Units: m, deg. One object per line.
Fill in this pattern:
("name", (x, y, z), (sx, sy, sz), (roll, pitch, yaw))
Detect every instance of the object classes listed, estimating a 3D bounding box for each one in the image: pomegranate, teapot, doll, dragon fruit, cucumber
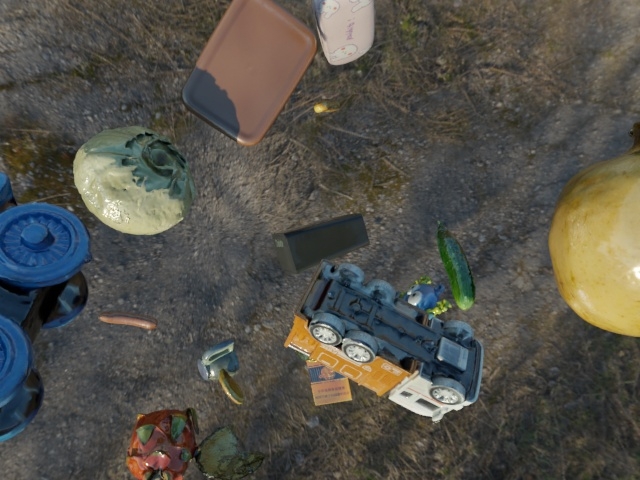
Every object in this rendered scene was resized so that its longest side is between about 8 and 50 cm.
("pomegranate", (0.476, 0.005, 0.661), (0.307, 0.307, 0.308), (0, 91, -14))
("teapot", (-0.299, 0.359, 1.359), (0.108, 0.149, 0.111), (-18, 82, -36))
("doll", (0.305, 0.240, 1.698), (0.341, 0.346, 0.099), (-30, 104, 19))
("dragon fruit", (-0.473, 0.628, 1.403), (0.224, 0.224, 0.227), (-20, 56, -13))
("cucumber", (0.202, 0.034, 0.691), (0.037, 0.037, 0.155), (2, 53, -14))

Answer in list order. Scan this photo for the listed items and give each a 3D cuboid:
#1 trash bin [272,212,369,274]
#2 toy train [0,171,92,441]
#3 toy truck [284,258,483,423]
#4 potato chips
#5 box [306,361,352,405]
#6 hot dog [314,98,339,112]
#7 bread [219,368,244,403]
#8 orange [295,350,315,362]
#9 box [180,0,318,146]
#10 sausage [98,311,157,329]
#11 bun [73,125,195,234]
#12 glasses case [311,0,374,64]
("trash bin", (0.000, 0.000, 1.288), (0.225, 0.165, 0.115), (-19, 95, -17))
("toy train", (-0.415, 0.073, 0.501), (0.264, 0.188, 0.300), (20, 54, -14))
("toy truck", (0.126, 0.220, 0.975), (0.387, 0.207, 0.173), (28, 48, 1))
("potato chips", (-0.289, 0.689, 1.496), (0.219, 0.202, 0.029), (12, 113, 18))
("box", (0.032, 0.514, 1.825), (0.152, 0.070, 0.237), (-11, 93, 6))
("hot dog", (0.020, -0.496, 1.706), (0.066, 0.215, 0.047), (-12, 102, 20))
("bread", (-0.248, 0.408, 1.295), (0.024, 0.110, 0.110), (-37, 99, -3))
("orange", (-0.026, 0.373, 1.703), (0.134, 0.156, 0.157), (13, 87, 11))
("box", (-0.180, -0.426, 1.176), (0.239, 0.229, 0.339), (31, 100, -17))
("sausage", (-0.609, 0.252, 1.475), (0.176, 0.047, 0.040), (15, 116, -21))
("bun", (-0.386, -0.140, 1.005), (0.152, 0.259, 0.259), (-27, 100, 32))
("glasses case", (0.049, -0.445, 0.937), (0.113, 0.297, 0.075), (-23, 82, 5))
